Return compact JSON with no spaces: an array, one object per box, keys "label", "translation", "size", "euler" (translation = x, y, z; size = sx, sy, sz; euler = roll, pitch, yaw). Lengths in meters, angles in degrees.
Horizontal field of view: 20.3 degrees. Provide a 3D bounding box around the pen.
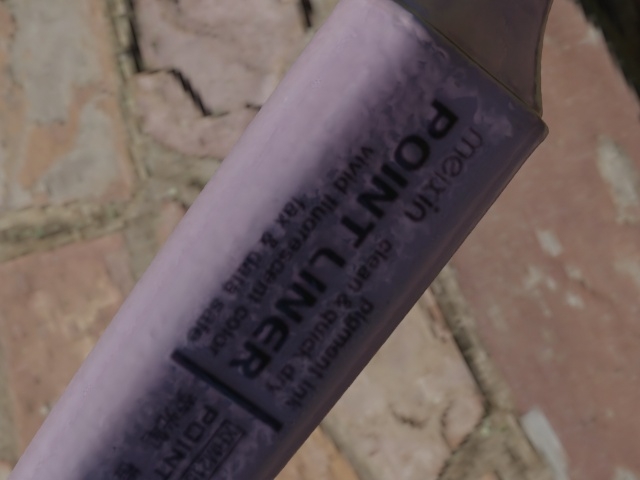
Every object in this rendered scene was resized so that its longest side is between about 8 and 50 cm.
[{"label":"pen","translation":[0.000,0.000,0.374],"size":[0.053,0.197,0.032],"euler":[36,180,-22]}]
